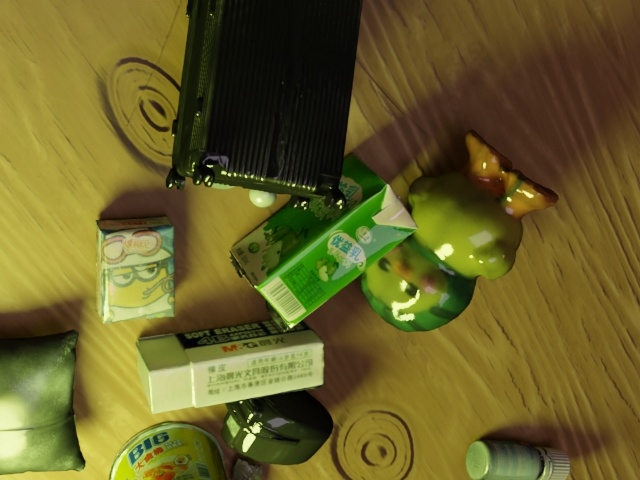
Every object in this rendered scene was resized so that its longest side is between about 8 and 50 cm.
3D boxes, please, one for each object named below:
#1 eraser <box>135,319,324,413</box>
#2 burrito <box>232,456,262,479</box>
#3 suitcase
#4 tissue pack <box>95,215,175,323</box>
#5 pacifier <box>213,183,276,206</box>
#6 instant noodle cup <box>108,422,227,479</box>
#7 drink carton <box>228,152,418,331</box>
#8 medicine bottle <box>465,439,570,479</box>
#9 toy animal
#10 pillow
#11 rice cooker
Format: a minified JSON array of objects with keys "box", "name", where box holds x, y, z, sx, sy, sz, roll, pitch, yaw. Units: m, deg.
[{"box":[-0.145,0.196,1.691,0.287,0.130,0.086,-7,113,-18],"name":"eraser"},{"box":[-0.136,0.460,1.853,0.051,0.042,0.171,10,105,3],"name":"burrito"},{"box":[-0.072,-0.221,1.472,0.230,0.152,0.335,9,86,-26],"name":"suitcase"},{"box":[-0.284,0.045,1.606,0.116,0.065,0.155,-5,114,-21],"name":"tissue pack"},{"box":[-0.098,-0.105,1.586,0.150,0.116,0.126,-12,148,-20],"name":"pacifier"},{"box":[-0.233,0.424,1.739,0.205,0.153,0.205,-9,114,-20],"name":"instant noodle cup"},{"box":[0.000,0.000,1.651,0.271,0.161,0.108,-37,121,-1],"name":"drink carton"},{"box":[0.385,0.432,2.030,0.203,0.083,0.083,10,107,-24],"name":"medicine bottle"},{"box":[0.216,0.004,1.721,0.338,0.216,0.191,-50,156,10],"name":"toy animal"},{"box":[-0.457,0.252,1.602,0.186,0.106,0.249,-4,111,-13],"name":"pillow"},{"box":[-0.075,0.302,1.757,0.203,0.142,0.118,18,113,-36],"name":"rice cooker"}]
